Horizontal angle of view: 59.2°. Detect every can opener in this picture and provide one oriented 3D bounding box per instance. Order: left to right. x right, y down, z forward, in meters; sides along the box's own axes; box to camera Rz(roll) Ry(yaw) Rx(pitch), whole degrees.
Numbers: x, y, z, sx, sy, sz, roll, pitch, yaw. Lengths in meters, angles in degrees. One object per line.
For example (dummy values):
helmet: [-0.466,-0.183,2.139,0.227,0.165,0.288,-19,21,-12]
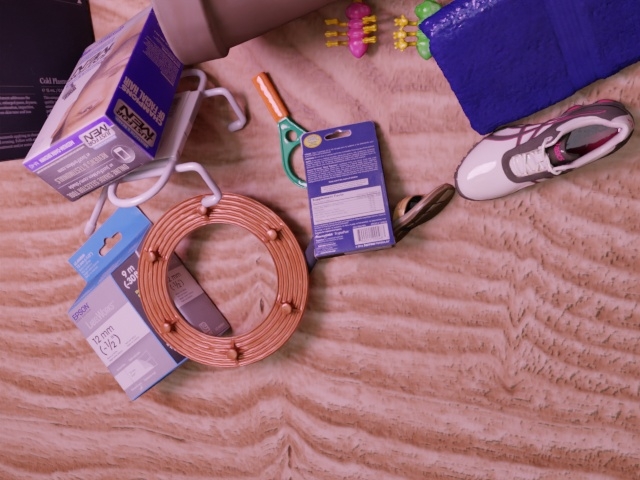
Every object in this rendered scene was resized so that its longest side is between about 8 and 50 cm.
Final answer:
can opener: [0.000,0.000,1.040,0.073,0.059,0.186,34,112,8]

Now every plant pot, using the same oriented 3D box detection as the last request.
plant pot: [-0.086,-0.430,0.773,0.280,0.323,0.323,-10,101,1]

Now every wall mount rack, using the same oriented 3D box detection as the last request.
wall mount rack: [-0.301,-0.148,1.016,0.304,0.350,0.130,-8,138,19]

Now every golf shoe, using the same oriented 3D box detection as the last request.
golf shoe: [0.326,-0.135,0.856,0.273,0.120,0.105,-24,96,25]

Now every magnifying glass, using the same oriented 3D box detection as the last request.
magnifying glass: [-0.056,-0.199,1.030,0.092,0.026,0.231,-29,95,23]

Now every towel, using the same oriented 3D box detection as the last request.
towel: [0.321,-0.301,0.795,0.308,0.076,0.227,-25,130,21]

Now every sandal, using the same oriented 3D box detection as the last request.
sandal: [0.150,-0.046,0.976,0.180,0.072,0.049,-40,67,28]

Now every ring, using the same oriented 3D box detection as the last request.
ring: [-0.189,0.077,1.055,0.337,0.032,0.336,1,96,10]

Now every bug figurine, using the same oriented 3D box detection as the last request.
bug figurine: [0.114,-0.397,0.887,0.279,0.072,0.216,8,101,22]

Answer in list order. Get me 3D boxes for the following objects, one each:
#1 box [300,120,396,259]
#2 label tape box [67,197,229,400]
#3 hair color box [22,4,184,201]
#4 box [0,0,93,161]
box: [0.045,-0.088,0.968,0.136,0.036,0.225,-9,76,9]
label tape box: [-0.397,0.125,1.188,0.249,0.115,0.347,-38,91,23]
hair color box: [-0.348,-0.243,0.959,0.185,0.338,0.110,-21,135,23]
box: [-0.583,-0.303,1.019,0.179,0.343,0.312,0,103,21]
